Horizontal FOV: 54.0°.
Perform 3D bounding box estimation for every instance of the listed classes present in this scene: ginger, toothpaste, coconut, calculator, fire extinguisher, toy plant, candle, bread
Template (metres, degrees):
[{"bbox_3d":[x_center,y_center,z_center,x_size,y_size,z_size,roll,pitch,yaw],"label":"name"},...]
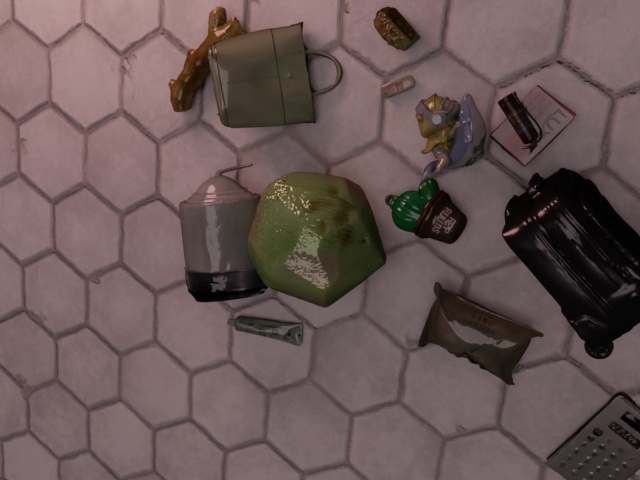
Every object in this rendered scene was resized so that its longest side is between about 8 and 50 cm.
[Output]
[{"bbox_3d":[-0.299,-0.448,1.606,0.118,0.065,0.299,45,113,11],"label":"ginger"},{"bbox_3d":[-0.153,0.241,1.726,0.218,0.041,0.064,8,99,15],"label":"toothpaste"},{"bbox_3d":[0.000,0.000,1.478,0.328,0.281,0.329,1,64,-3],"label":"coconut"},{"bbox_3d":[0.680,0.491,1.481,0.161,0.021,0.262,38,112,8],"label":"calculator"},{"bbox_3d":[0.428,-0.249,1.335,0.056,0.039,0.132,-33,88,33],"label":"fire extinguisher"},{"bbox_3d":[0.245,-0.074,1.473,0.200,0.105,0.143,34,101,23],"label":"toy plant"},{"bbox_3d":[-0.248,-0.018,1.606,0.221,0.221,0.343,-2,98,21],"label":"candle"},{"bbox_3d":[0.167,-0.482,1.429,0.066,0.060,0.110,-41,87,8],"label":"bread"}]

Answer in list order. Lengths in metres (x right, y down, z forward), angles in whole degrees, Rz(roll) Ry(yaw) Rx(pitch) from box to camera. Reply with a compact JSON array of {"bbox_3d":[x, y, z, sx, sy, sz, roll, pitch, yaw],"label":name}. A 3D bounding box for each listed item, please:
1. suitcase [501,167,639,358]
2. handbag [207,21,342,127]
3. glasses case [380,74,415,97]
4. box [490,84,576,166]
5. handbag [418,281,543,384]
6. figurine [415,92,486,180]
[{"bbox_3d":[0.518,0.017,1.260,0.339,0.345,0.188,49,118,4],"label":"suitcase"},{"bbox_3d":[-0.106,-0.396,1.534,0.315,0.109,0.241,-10,103,-4],"label":"handbag"},{"bbox_3d":[0.180,-0.360,1.472,0.083,0.021,0.032,-18,97,23],"label":"glasses case"},{"bbox_3d":[0.461,-0.249,1.374,0.111,0.060,0.156,42,113,5],"label":"box"},{"bbox_3d":[0.365,0.230,1.492,0.270,0.117,0.183,24,118,13],"label":"handbag"},{"bbox_3d":[0.282,-0.234,1.410,0.183,0.128,0.209,35,116,12],"label":"figurine"}]
